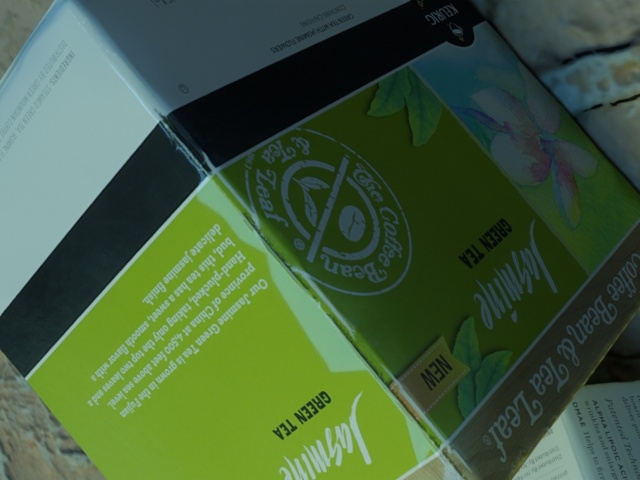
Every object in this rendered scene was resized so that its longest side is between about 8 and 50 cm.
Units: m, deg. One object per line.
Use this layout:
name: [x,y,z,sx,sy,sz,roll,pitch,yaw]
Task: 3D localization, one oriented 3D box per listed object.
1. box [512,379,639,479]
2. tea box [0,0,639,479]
box: [0.172,0.209,0.809,0.181,0.119,0.181,-44,55,47]
tea box: [0.000,0.000,0.747,0.323,0.329,0.220,50,129,3]
